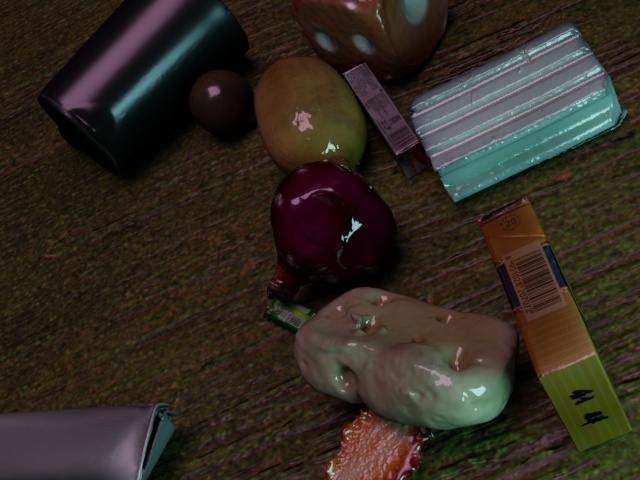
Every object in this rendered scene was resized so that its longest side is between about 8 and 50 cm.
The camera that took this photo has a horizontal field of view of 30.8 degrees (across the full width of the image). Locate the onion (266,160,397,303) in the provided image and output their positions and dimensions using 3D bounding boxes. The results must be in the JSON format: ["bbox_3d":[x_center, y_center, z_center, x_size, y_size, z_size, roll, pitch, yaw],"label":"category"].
[{"bbox_3d":[0.000,-0.003,1.478,0.173,0.135,0.198,34,83,7],"label":"onion"}]

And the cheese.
[{"bbox_3d":[0.100,0.128,1.312,0.263,0.093,0.159,15,34,38],"label":"cheese"}]

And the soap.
[{"bbox_3d":[0.258,-0.169,1.533,0.261,0.094,0.150,-25,48,7],"label":"soap"}]

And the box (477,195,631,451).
[{"bbox_3d":[0.249,0.087,1.251,0.070,0.152,0.237,-23,43,12],"label":"box"}]

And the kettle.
[{"bbox_3d":[-0.309,-0.287,1.902,0.308,0.203,0.262,-47,46,-11],"label":"kettle"}]

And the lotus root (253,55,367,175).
[{"bbox_3d":[-0.017,-0.176,1.668,0.146,0.131,0.303,-29,43,6],"label":"lotus root"}]

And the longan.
[{"bbox_3d":[-0.146,-0.212,1.814,0.119,0.106,0.106,18,51,-8],"label":"longan"}]

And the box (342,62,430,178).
[{"bbox_3d":[0.093,-0.174,1.657,0.039,0.055,0.218,-30,42,2],"label":"box"}]

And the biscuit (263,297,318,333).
[{"bbox_3d":[-0.037,0.097,1.514,0.089,0.016,0.046,25,65,42],"label":"biscuit"}]

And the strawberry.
[{"bbox_3d":[0.065,0.240,1.301,0.152,0.048,0.104,-41,48,-2],"label":"strawberry"}]

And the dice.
[{"bbox_3d":[0.073,-0.353,1.746,0.179,0.175,0.174,11,59,37],"label":"dice"}]

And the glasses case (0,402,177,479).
[{"bbox_3d":[-0.320,0.276,1.474,0.308,0.083,0.128,-6,55,26],"label":"glasses case"}]
